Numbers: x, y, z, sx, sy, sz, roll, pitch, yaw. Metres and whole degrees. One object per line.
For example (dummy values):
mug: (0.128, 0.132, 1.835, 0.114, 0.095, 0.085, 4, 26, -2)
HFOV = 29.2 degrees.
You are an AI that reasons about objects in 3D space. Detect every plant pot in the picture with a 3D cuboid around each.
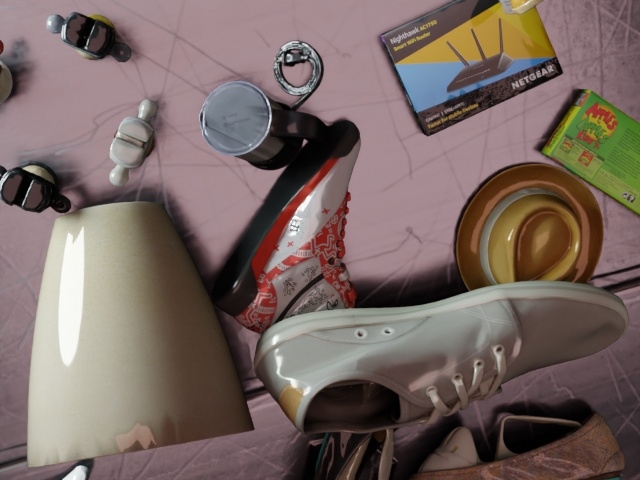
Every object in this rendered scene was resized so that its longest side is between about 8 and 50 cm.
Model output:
plant pot: (-0.224, 0.102, 1.405, 0.256, 0.256, 0.274, -10, 83, -1)

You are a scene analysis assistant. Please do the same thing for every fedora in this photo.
fedora: (0.258, 0.007, 1.478, 0.194, 0.079, 0.194, 0, 99, -2)

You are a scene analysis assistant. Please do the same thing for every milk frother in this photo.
milk frother: (-0.061, -0.163, 1.403, 0.129, 0.135, 0.143, -13, 83, 13)

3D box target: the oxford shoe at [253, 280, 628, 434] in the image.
oxford shoe: (0.149, 0.145, 1.428, 0.449, 0.130, 0.169, -7, 141, -11)

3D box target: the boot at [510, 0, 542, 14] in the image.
boot: (0.207, -0.402, 1.311, 0.211, 0.104, 0.295, 40, 58, -21)

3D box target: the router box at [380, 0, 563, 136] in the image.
router box: (0.178, -0.220, 1.456, 0.178, 0.046, 0.133, -25, 99, 1)

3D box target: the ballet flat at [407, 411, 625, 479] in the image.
ballet flat: (0.214, 0.275, 1.519, 0.315, 0.107, 0.106, -11, 81, -7)

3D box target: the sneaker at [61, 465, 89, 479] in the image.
sneaker: (-0.344, 0.331, 1.513, 0.061, 0.054, 0.152, 41, 95, -5)

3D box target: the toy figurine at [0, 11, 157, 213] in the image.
toy figurine: (-0.298, -0.146, 1.402, 0.209, 0.148, 0.213, -25, 97, -5)

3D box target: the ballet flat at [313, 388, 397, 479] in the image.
ballet flat: (0.020, 0.311, 1.497, 0.096, 0.095, 0.281, 27, 98, 25)

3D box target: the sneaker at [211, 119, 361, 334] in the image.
sneaker: (-0.001, 0.000, 1.467, 0.145, 0.090, 0.270, 36, 85, -24)

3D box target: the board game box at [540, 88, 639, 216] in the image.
board game box: (0.369, -0.096, 1.486, 0.181, 0.043, 0.092, 32, 95, -7)
